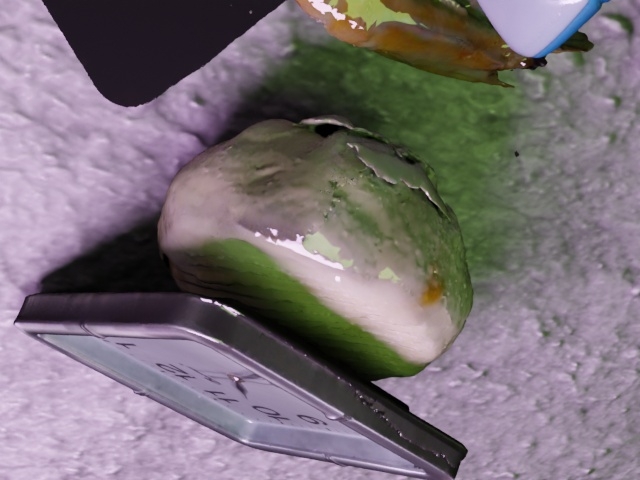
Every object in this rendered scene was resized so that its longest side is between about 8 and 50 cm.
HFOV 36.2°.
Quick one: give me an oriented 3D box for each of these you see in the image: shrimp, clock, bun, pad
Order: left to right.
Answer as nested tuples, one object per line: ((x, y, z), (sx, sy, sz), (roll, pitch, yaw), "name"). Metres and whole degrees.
((-0.062, 0.104, 0.746), (0.273, 0.278, 0.049), (36, 65, -34), "clock")
((-0.016, -0.142, 0.589), (0.250, 0.055, 0.323), (-34, 101, 9), "pad")
((0.000, 0.000, 0.711), (0.239, 0.141, 0.239), (14, 152, 8), "bun")
((0.089, -0.200, 0.671), (0.253, 0.058, 0.173), (8, 114, -20), "shrimp")

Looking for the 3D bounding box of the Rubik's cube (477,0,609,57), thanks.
((0.169, -0.233, 0.598), (0.254, 0.254, 0.254), (-8, 127, -11), "Rubik's cube")
